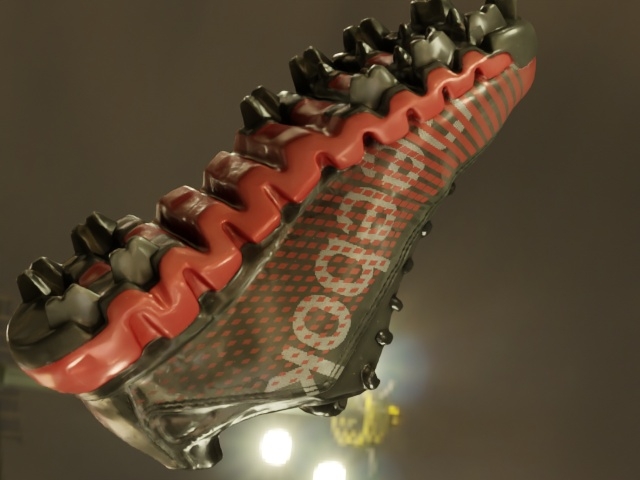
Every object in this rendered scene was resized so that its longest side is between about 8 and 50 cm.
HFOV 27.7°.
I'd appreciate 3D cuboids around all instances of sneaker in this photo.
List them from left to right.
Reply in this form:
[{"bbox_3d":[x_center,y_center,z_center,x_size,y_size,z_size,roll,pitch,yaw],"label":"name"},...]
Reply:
[{"bbox_3d":[0.000,0.000,0.592,0.276,0.135,0.097,-39,-157,-10],"label":"sneaker"}]
